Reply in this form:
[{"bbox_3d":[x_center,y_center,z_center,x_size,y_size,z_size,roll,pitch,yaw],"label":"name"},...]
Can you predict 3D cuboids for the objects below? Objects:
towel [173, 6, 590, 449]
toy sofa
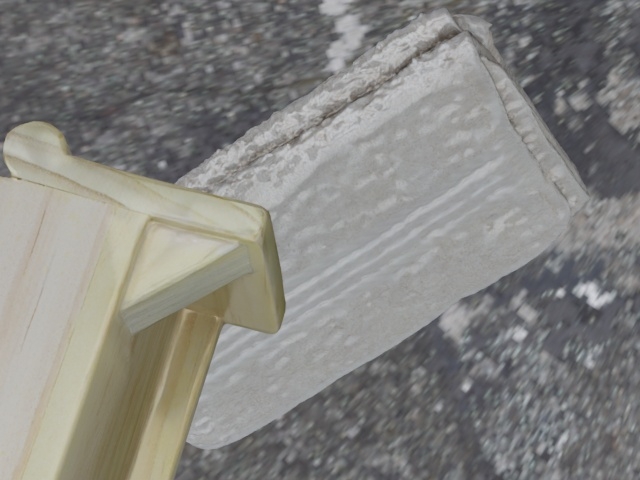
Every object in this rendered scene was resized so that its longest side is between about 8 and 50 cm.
[{"bbox_3d":[0.000,0.000,0.977,0.282,0.187,0.049,-32,49,8],"label":"towel"},{"bbox_3d":[-0.147,0.142,0.746,0.177,0.150,0.363,14,72,8],"label":"toy sofa"}]
